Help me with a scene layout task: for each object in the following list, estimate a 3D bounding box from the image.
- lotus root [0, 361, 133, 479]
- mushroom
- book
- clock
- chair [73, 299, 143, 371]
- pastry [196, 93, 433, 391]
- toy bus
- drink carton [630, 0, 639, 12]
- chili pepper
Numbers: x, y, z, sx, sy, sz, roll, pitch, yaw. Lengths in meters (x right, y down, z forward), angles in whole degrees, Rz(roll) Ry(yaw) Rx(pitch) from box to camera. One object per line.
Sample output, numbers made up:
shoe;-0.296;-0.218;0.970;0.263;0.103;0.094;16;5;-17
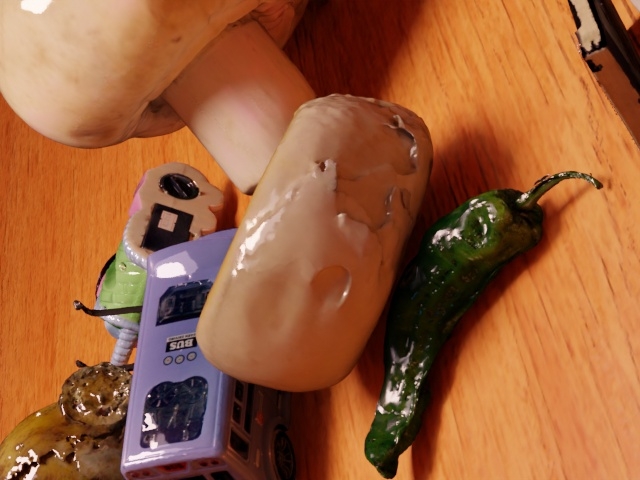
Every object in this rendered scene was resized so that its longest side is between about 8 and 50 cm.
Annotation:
lotus root;-0.241;0.309;1.579;0.179;0.196;0.397;-97;20;-78
mushroom;-0.150;-0.201;1.582;0.353;0.325;0.353;173;90;-80
book;0.186;-0.126;1.074;0.026;0.157;0.231;-28;36;16
clock;-0.188;0.039;1.820;0.194;0.100;0.195;-75;8;-50
chair;-0.128;0.113;1.668;0.213;0.149;0.174;-20;31;4
pastry;0.000;0.001;1.335;0.265;0.133;0.265;21;-90;-89
toy bus;-0.094;0.098;1.476;0.125;0.133;0.292;-11;50;19
drink carton;0.283;-0.156;0.887;0.194;0.132;0.324;-59;26;22
chili pepper;0.097;0.039;1.238;0.279;0.065;0.122;-62;32;22
